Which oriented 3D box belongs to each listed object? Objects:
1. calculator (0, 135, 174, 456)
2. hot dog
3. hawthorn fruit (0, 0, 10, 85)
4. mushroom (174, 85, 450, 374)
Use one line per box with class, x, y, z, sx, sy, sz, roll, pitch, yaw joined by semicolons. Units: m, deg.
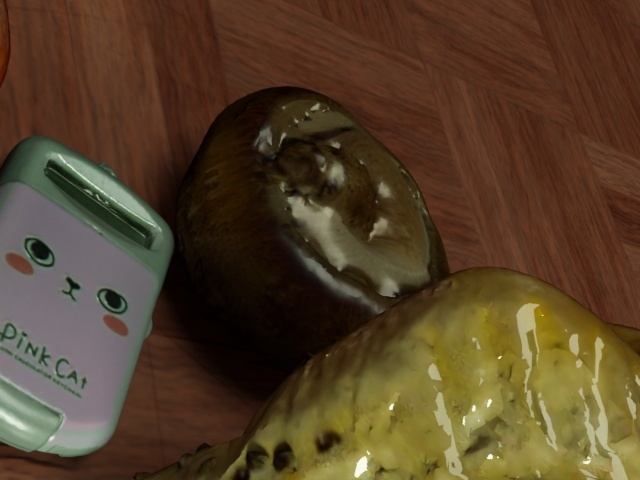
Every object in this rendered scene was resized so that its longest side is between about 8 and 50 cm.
calculator;-0.175;0.030;0.764;0.141;0.045;0.246;39;37;-23
hot dog;0.094;0.187;0.675;0.367;0.365;0.196;37;37;-25
hawthorn fruit;-0.268;-0.140;0.688;0.173;0.173;0.173;30;42;-32
mushroom;0.000;0.000;0.897;0.253;0.153;0.253;33;38;-31
